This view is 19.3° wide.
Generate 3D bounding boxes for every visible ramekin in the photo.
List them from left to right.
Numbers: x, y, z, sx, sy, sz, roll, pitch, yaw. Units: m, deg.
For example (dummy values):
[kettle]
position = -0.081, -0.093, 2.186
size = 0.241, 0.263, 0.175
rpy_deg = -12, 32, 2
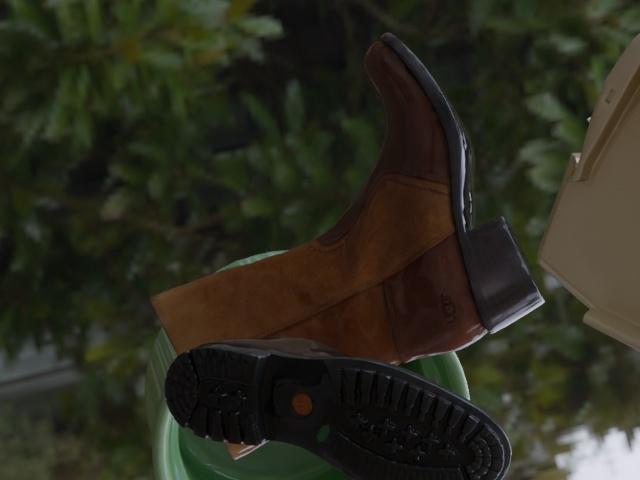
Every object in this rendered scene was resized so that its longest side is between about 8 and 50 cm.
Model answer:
[ramekin]
position = -0.024, 0.157, 1.790
size = 0.148, 0.303, 0.303
rpy_deg = -128, -152, -64

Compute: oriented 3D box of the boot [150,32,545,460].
[boot]
position = 0.000, 0.000, 1.475
size = 0.264, 0.280, 0.096
rpy_deg = 66, 8, 13

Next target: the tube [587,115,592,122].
[tube]
position = 0.376, -0.063, 1.851
size = 0.240, 0.062, 0.070
rpy_deg = 45, 16, 22

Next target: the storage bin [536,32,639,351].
[storage bin]
position = 0.270, 0.008, 0.775
size = 0.260, 0.262, 0.123
rpy_deg = 29, -69, 34

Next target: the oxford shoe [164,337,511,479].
[oxford shoe]
position = 0.022, 0.103, 1.219
size = 0.096, 0.227, 0.082
rpy_deg = -24, 128, -66
